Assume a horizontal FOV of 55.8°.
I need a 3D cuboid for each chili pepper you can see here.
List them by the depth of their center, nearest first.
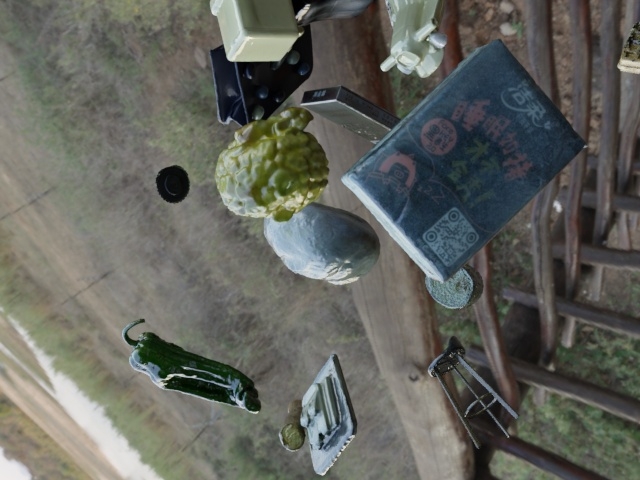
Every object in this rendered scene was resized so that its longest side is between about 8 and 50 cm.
[{"bbox_3d":[-0.213,0.217,1.002,0.257,0.074,0.100,24,146,-11],"label":"chili pepper"}]

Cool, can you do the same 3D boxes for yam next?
[{"bbox_3d":[-0.061,0.455,1.520,0.066,0.066,0.299,41,179,4],"label":"yam"},{"bbox_3d":[0.424,0.139,1.873,0.154,0.153,0.254,27,-175,25],"label":"yam"}]

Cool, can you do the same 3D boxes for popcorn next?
[{"bbox_3d":[-0.097,-0.163,1.270,0.206,0.251,0.237,15,-170,-39],"label":"popcorn"}]

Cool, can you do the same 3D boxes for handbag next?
[{"bbox_3d":[-0.126,-0.443,1.460,0.119,0.325,0.269,21,143,19],"label":"handbag"}]

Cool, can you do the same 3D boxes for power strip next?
[{"bbox_3d":[-0.003,0.387,1.352,0.065,0.213,0.198,13,124,-23],"label":"power strip"}]

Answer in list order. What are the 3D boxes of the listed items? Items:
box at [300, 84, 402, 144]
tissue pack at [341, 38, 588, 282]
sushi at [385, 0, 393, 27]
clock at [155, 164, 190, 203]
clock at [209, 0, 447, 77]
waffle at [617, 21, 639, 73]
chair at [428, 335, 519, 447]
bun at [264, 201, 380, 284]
[{"bbox_3d":[0.126,-0.308,1.572,0.325,0.047,0.180,20,176,-32],"label":"box"},{"bbox_3d":[0.221,-0.120,0.931,0.228,0.316,0.103,47,177,-11],"label":"tissue pack"},{"bbox_3d":[0.198,-0.586,1.528,0.192,0.051,0.215,20,132,66],"label":"sushi"},{"bbox_3d":[-0.315,-0.119,1.294,0.010,0.074,0.083,25,129,55],"label":"clock"},{"bbox_3d":[0.039,-0.345,0.785,0.120,0.379,0.276,-28,71,63],"label":"clock"},{"bbox_3d":[0.676,-0.374,1.189,0.148,0.102,0.042,20,169,27],"label":"waffle"},{"bbox_3d":[0.294,0.302,1.218,0.104,0.095,0.221,88,157,-48],"label":"chair"},{"bbox_3d":[0.000,0.000,1.723,0.362,0.211,0.362,18,-172,-3],"label":"bun"}]
